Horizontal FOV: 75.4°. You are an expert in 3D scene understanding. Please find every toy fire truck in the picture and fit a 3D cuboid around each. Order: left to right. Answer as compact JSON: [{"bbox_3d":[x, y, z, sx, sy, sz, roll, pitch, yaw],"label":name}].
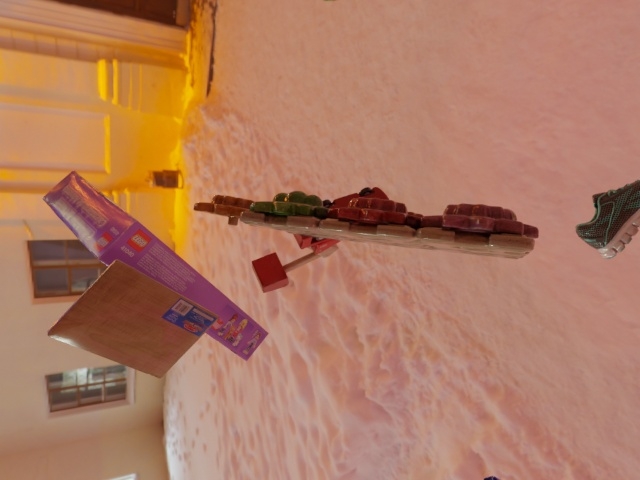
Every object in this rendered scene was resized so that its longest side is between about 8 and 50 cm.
[{"bbox_3d":[0.000,0.000,0.590,0.047,0.191,0.135,62,158,23],"label":"toy fire truck"}]

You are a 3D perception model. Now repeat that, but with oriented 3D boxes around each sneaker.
[{"bbox_3d":[0.448,-0.057,0.614,0.076,0.065,0.167,36,104,23],"label":"sneaker"}]

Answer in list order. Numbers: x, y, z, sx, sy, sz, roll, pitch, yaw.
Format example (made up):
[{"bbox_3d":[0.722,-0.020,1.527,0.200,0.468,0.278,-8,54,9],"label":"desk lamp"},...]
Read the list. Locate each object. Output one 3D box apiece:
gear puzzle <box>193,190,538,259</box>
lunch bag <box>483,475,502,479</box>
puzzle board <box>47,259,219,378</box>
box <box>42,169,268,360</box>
[{"bbox_3d":[0.025,-0.024,0.412,0.338,0.175,0.044,6,88,24],"label":"gear puzzle"},{"bbox_3d":[0.190,0.348,0.456,0.096,0.128,0.151,11,65,53],"label":"lunch bag"},{"bbox_3d":[-0.181,0.083,0.417,0.096,0.128,0.011,-46,39,3],"label":"puzzle board"},{"bbox_3d":[-0.216,0.044,0.576,0.200,0.057,0.293,27,160,39],"label":"box"}]
